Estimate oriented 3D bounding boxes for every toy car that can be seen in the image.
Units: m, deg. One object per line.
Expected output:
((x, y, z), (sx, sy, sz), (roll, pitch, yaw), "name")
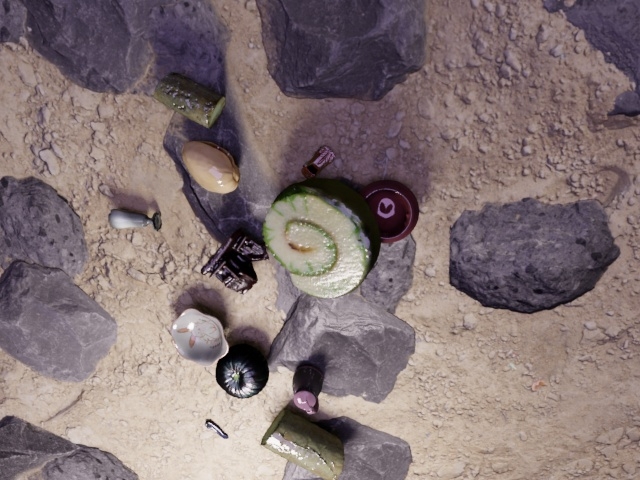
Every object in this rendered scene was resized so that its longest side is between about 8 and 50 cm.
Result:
((-0.009, -0.240, 1.296), (0.059, 0.035, 0.122), (43, 106, -14), "toy car")

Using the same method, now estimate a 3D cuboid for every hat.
((0.205, -0.092, 1.300), (0.205, 0.089, 0.206), (2, 105, 7), "hat")

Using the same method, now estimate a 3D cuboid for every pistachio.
((-0.344, -0.223, 1.289), (0.200, 0.117, 0.145), (33, 114, -5), "pistachio")

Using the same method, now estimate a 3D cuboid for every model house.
((-0.263, 0.075, 1.375), (0.164, 0.141, 0.203), (43, 105, 1), "model house")

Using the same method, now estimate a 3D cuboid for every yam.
((-0.062, 0.775, 1.584), (0.304, 0.168, 0.168), (29, 109, -6), "yam")
((-0.392, -0.422, 1.233), (0.194, 0.107, 0.107), (27, 109, -3), "yam")

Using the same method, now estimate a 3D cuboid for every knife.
((-0.421, 0.773, 1.693), (0.031, 0.018, 0.121), (-42, 101, 9), "knife")

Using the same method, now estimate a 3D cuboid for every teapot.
((-0.054, 0.552, 1.515), (0.116, 0.146, 0.148), (10, 110, 2), "teapot")

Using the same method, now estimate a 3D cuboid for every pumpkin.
((-0.282, 0.474, 1.513), (0.201, 0.140, 0.202), (1, 95, 15), "pumpkin")

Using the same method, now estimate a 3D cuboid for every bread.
((0.000, 0.000, 1.296), (0.366, 0.129, 0.382), (19, 121, 16), "bread")

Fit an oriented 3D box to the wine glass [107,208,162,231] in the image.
((-0.619, -0.067, 1.392), (0.155, 0.072, 0.072), (4, 109, 3), "wine glass")

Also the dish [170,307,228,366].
((-0.423, 0.337, 1.508), (0.229, 0.081, 0.230), (4, 107, 12), "dish")
